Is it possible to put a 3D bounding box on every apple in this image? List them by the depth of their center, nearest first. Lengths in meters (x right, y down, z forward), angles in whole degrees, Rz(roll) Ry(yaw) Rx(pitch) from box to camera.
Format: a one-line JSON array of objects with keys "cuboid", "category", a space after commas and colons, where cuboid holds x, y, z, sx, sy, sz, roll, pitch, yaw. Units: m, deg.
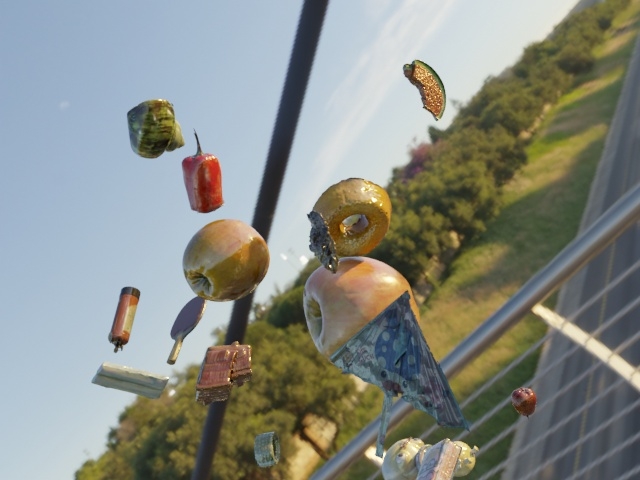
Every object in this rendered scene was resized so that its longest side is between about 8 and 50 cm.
[{"cuboid": [-0.200, 0.045, 1.441, 0.155, 0.182, 0.182, -36, -10, -34], "category": "apple"}, {"cuboid": [0.139, 0.239, 2.327, 0.347, 0.391, 0.391, -10, -15, -14], "category": "apple"}]

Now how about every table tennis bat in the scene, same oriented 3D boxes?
[{"cuboid": [-0.382, 0.247, 1.953, 0.131, 0.022, 0.234, -26, 34, 34], "category": "table tennis bat"}]

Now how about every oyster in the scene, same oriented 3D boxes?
[{"cuboid": [0.004, 0.006, 1.830, 0.056, 0.177, 0.105, -22, -2, -25], "category": "oyster"}]

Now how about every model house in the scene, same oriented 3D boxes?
[{"cuboid": [-0.353, 0.496, 2.547, 0.229, 0.200, 0.219, -119, 36, -75], "category": "model house"}]

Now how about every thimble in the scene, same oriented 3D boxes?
[{"cuboid": [-0.161, 0.640, 2.123, 0.062, 0.084, 0.109, -14, 42, 11], "category": "thimble"}]

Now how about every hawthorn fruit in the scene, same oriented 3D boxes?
[{"cuboid": [0.648, 0.520, 2.214, 0.081, 0.081, 0.093, -36, -56, -70], "category": "hawthorn fruit"}]

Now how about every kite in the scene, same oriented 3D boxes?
[{"cuboid": [0.149, 0.281, 1.436, 0.014, 0.406, 0.368, 1, -79, -41], "category": "kite"}]

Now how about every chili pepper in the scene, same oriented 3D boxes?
[{"cuboid": [-0.270, -0.162, 1.581, 0.084, 0.192, 0.086, -4, 19, 9], "category": "chili pepper"}]

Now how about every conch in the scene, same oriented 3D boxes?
[{"cuboid": [-0.446, -0.301, 1.913, 0.187, 0.124, 0.181, -36, -4, 31], "category": "conch"}]

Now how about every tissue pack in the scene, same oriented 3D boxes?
[{"cuboid": [0.315, 0.626, 1.890, 0.155, 0.065, 0.115, -57, 2, -39], "category": "tissue pack"}]

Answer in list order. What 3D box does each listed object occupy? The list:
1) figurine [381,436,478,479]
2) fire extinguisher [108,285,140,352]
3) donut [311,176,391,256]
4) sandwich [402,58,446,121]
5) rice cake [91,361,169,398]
[{"cuboid": [0.407, 0.805, 2.442, 0.394, 0.274, 0.227, -36, -1, 43], "category": "figurine"}, {"cuboid": [-0.461, 0.191, 1.625, 0.062, 0.050, 0.177, 123, 156, -47], "category": "fire extinguisher"}, {"cuboid": [0.105, -0.060, 2.263, 0.277, 0.278, 0.108, -49, 31, 26], "category": "donut"}, {"cuboid": [0.223, -0.312, 1.444, 0.067, 0.135, 0.029, -26, 3, -26], "category": "sandwich"}, {"cuboid": [-0.596, 0.439, 2.187, 0.085, 0.226, 0.040, -64, 21, 18], "category": "rice cake"}]
